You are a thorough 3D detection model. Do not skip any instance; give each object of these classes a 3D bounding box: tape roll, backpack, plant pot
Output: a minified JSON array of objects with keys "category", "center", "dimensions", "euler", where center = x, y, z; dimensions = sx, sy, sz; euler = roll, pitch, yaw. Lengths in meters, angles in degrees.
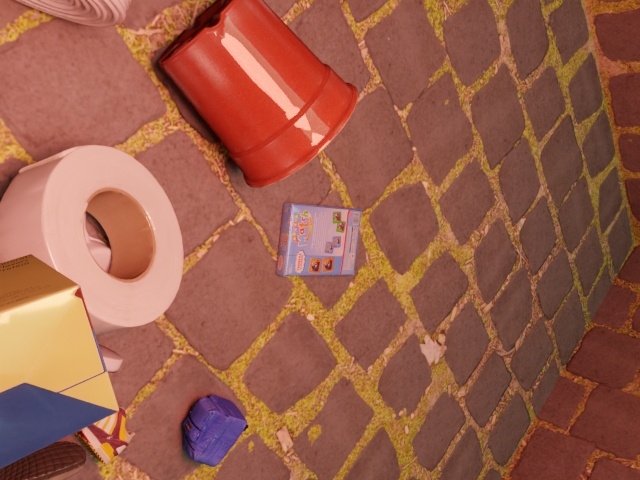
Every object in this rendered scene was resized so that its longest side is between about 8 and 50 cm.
[{"category":"tape roll","center":[-0.340,0.000,0.890],"dimensions":[0.286,0.100,0.286],"euler":[42,41,-51]},{"category":"backpack","center":[-0.224,0.380,1.160],"dimensions":[0.101,0.098,0.120],"euler":[32,90,-31]},{"category":"plant pot","center":[-0.120,-0.281,1.026],"dimensions":[0.265,0.272,0.272],"euler":[46,68,-29]}]

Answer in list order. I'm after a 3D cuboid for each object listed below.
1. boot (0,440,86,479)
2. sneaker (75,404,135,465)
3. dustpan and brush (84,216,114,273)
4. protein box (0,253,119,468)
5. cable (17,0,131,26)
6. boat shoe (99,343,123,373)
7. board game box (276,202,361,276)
[{"category":"boot","center":[-0.501,0.444,0.948],"dimensions":[0.247,0.083,0.161],"euler":[-18,117,-32]},{"category":"sneaker","center":[-0.394,0.304,1.018],"dimensions":[0.084,0.070,0.185],"euler":[-42,130,-38]},{"category":"dustpan and brush","center":[-0.391,0.026,0.975],"dimensions":[0.147,0.060,0.211],"euler":[-18,117,-51]},{"category":"protein box","center":[-0.339,0.119,0.560],"dimensions":[0.200,0.201,0.135],"euler":[-21,110,-34]},{"category":"cable","center":[-0.373,-0.377,0.768],"dimensions":[0.257,0.257,0.089],"euler":[24,83,-64]},{"category":"boat shoe","center":[-0.454,0.195,0.920],"dimensions":[0.268,0.096,0.088],"euler":[19,89,-41]},{"category":"board game box","center":[0.000,0.000,1.320],"dimensions":[0.212,0.039,0.160],"euler":[2,96,-42]}]
